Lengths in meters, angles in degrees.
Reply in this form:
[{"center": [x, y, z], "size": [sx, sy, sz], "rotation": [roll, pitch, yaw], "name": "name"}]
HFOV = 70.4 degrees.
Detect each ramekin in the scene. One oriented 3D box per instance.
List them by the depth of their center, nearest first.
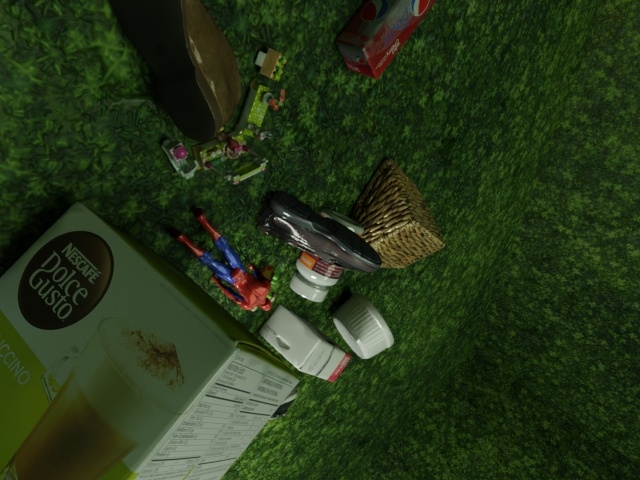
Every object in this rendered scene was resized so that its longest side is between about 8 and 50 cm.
[{"center": [0.131, 0.283, 1.471], "size": [0.109, 0.207, 0.207], "rotation": [-34, 142, -14], "name": "ramekin"}]

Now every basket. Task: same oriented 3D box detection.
[{"center": [0.207, -0.061, 1.363], "size": [0.213, 0.223, 0.299], "rotation": [-29, 154, 21], "name": "basket"}]

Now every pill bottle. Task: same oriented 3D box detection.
[{"center": [0.012, 0.039, 1.169], "size": [0.121, 0.121, 0.221], "rotation": [12, 108, -55], "name": "pill bottle"}]

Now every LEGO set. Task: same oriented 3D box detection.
[{"center": [-0.127, -0.198, 0.797], "size": [0.287, 0.107, 0.132], "rotation": [-47, 146, -13], "name": "LEGO set"}]

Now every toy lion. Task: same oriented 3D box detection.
[{"center": [-0.139, 0.108, 1.080], "size": [0.100, 0.096, 0.034], "rotation": [-30, 131, 31], "name": "toy lion"}]

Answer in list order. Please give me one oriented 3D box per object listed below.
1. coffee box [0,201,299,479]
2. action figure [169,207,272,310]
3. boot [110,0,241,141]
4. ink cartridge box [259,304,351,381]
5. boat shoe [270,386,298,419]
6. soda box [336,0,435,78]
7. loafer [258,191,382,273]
[{"center": [-0.286, 0.212, 0.686], "size": [0.334, 0.337, 0.338], "rotation": [-50, 157, -11], "name": "coffee box"}, {"center": [-0.199, 0.047, 0.952], "size": [0.091, 0.139, 0.280], "rotation": [-45, 123, -12], "name": "action figure"}, {"center": [-0.196, -0.303, 0.634], "size": [0.115, 0.112, 0.306], "rotation": [-58, 144, -43], "name": "boot"}, {"center": [-0.039, 0.294, 1.279], "size": [0.100, 0.172, 0.237], "rotation": [-53, 147, -5], "name": "ink cartridge box"}, {"center": [-0.172, 0.489, 1.333], "size": [0.302, 0.114, 0.091], "rotation": [14, 101, -55], "name": "boat shoe"}, {"center": [0.149, -0.471, 0.937], "size": [0.263, 0.083, 0.092], "rotation": [-53, 146, -4], "name": "soda box"}, {"center": [0.000, 0.000, 1.045], "size": [0.302, 0.109, 0.095], "rotation": [31, 116, -18], "name": "loafer"}]
